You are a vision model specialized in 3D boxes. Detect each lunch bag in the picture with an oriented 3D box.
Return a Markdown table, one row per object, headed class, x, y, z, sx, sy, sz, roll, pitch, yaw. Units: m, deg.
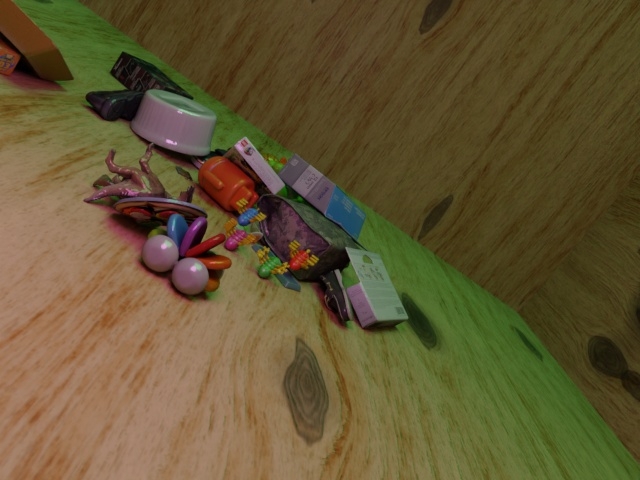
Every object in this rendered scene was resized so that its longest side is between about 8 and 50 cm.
| class | x | y | z | sx | sy | sz | roll | pitch | yaw |
| --- | --- | --- | --- | --- | --- | --- | --- | --- | --- |
| lunch bag | -0.056 | -0.019 | 1.940 | 0.287 | 0.169 | 0.235 | 46 | 15 | 22 |

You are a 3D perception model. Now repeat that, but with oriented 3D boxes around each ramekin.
| class | x | y | z | sx | sy | sz | roll | pitch | yaw |
| --- | --- | --- | --- | --- | --- | --- | --- | --- | --- |
| ramekin | -0.483 | -0.401 | 2.125 | 0.277 | 0.135 | 0.277 | 21 | 17 | -7 |

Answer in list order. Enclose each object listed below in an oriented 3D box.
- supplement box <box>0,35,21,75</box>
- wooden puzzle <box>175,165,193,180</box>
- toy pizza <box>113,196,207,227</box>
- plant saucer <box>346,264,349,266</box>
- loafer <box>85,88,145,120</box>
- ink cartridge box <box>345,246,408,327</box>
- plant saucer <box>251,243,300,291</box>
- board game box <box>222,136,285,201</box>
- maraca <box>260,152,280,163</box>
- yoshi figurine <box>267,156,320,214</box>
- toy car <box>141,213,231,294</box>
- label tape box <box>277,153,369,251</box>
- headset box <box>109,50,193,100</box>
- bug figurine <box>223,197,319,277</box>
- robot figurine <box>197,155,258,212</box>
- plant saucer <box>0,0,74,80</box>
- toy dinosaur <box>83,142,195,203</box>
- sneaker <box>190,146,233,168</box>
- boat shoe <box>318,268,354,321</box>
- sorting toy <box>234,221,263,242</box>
| class | x | y | z | sx | sy | sz | roll | pitch | yaw |
| --- | --- | --- | --- | --- | --- | --- | --- | --- | --- |
| supplement box | -0.929 | -0.550 | 1.732 | 0.233 | 0.080 | 0.078 | 39 | 13 | 19 |
| wooden puzzle | -0.433 | -0.214 | 2.004 | 0.049 | 0.006 | 0.083 | 28 | 15 | -35 |
| toy pizza | -0.348 | -0.054 | 1.380 | 0.202 | 0.032 | 0.201 | 3 | -11 | 1 |
| plant saucer | 0.000 | 0.000 | 2.322 | 0.278 | 0.041 | 0.278 | 34 | 12 | -8 |
| loafer | -0.659 | -0.458 | 2.075 | 0.095 | 0.109 | 0.302 | 32 | 15 | 0 |
| ink cartridge box | 0.156 | 0.148 | 1.948 | 0.275 | 0.060 | 0.238 | 12 | 50 | -62 |
| plant saucer | -0.122 | 0.073 | 1.771 | 0.067 | 0.018 | 0.192 | 22 | 18 | -50 |
| board game box | -0.232 | -0.217 | 2.047 | 0.193 | 0.053 | 0.305 | 51 | -17 | -10 |
| maraca | -0.251 | -0.322 | 2.702 | 0.186 | 0.099 | 0.127 | -9 | 33 | -38 |
| yoshi figurine | -0.125 | -0.166 | 2.405 | 0.362 | 0.204 | 0.202 | 40 | 39 | -55 |
| toy car | -0.265 | 0.018 | 1.307 | 0.182 | 0.136 | 0.159 | 37 | 13 | 2 |
| label tape box | 0.040 | -0.129 | 2.186 | 0.348 | 0.115 | 0.249 | 39 | 1 | 37 |
| headset box | -0.685 | -0.635 | 2.622 | 0.293 | 0.110 | 0.218 | 40 | 13 | 15 |
| bug figurine | -0.152 | 0.010 | 1.723 | 0.279 | 0.072 | 0.216 | 40 | 32 | 9 |
| robot figurine | -0.293 | -0.177 | 1.974 | 0.219 | 0.128 | 0.158 | 41 | 48 | 20 |
| plant saucer | -0.870 | -0.599 | 1.792 | 0.332 | 0.081 | 0.333 | 47 | -11 | -8 |
| toy dinosaur | -0.400 | -0.110 | 1.468 | 0.200 | 0.127 | 0.296 | 44 | 19 | 4 |
| sneaker | -0.325 | -0.284 | 2.286 | 0.126 | 0.127 | 0.321 | 45 | 17 | 31 |
| boat shoe | 0.043 | 0.162 | 1.785 | 0.227 | 0.069 | 0.081 | -108 | -177 | -63 |
| sorting toy | -0.219 | -0.031 | 1.844 | 0.075 | 0.044 | 0.083 | 19 | 21 | -34 |
